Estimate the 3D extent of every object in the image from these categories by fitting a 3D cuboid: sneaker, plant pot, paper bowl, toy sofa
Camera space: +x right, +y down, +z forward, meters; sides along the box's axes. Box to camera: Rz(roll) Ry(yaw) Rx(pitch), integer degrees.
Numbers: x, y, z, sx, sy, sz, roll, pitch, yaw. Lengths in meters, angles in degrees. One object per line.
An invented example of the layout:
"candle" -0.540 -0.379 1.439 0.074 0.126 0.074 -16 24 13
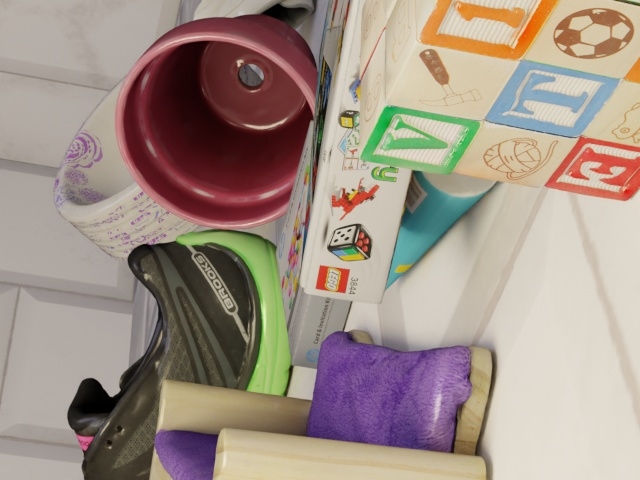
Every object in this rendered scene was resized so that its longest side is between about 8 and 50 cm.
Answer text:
"sneaker" -0.043 -0.294 1.528 0.232 0.115 0.090 -63 -29 -7
"plant pot" -0.080 -0.136 1.334 0.180 0.201 0.201 -68 -6 -62
"sneaker" -0.155 0.223 1.336 0.185 0.202 0.482 -173 92 -79
"paper bowl" -0.173 -0.097 1.632 0.284 0.148 0.284 -30 35 24
"toy sofa" -0.020 0.141 0.881 0.362 0.150 0.177 174 104 -78

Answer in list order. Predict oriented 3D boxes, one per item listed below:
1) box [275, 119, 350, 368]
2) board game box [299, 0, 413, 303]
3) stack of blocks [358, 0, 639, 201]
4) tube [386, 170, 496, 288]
"box" 0.000 0.000 1.176 0.186 0.038 0.145 -99 21 -60
"board game box" 0.032 -0.128 0.849 0.305 0.053 0.193 -86 6 -55
"stack of blocks" 0.095 -0.136 0.490 0.297 0.171 0.087 117 159 -57
"tube" 0.063 -0.025 0.874 0.207 0.052 0.080 126 159 -73
